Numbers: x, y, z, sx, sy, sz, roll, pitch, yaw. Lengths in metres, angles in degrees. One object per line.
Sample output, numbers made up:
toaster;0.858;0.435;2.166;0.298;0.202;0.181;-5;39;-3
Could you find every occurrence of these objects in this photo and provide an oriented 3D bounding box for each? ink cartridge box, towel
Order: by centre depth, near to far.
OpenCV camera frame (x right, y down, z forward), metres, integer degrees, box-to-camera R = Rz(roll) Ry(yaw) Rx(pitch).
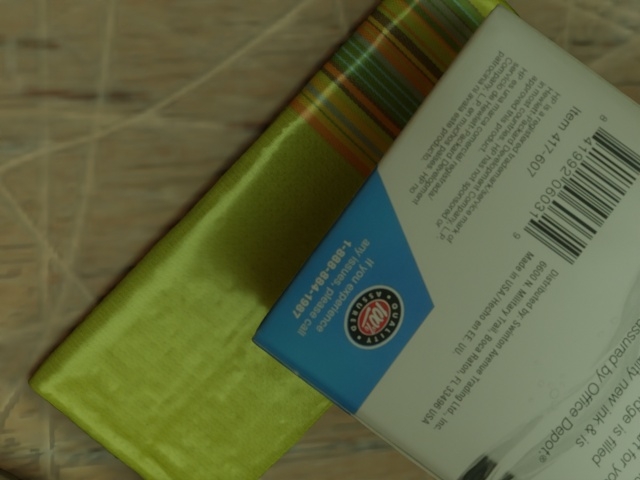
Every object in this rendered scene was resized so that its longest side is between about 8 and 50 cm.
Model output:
ink cartridge box;0.101;0.034;0.631;0.203;0.086;0.148;37;94;1
towel;0.000;0.000;0.689;0.237;0.021;0.102;-46;110;1

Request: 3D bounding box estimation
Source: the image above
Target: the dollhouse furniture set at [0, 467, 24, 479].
dollhouse furniture set;-0.230;0.185;0.584;0.355;0.174;0.303;32;95;-26
